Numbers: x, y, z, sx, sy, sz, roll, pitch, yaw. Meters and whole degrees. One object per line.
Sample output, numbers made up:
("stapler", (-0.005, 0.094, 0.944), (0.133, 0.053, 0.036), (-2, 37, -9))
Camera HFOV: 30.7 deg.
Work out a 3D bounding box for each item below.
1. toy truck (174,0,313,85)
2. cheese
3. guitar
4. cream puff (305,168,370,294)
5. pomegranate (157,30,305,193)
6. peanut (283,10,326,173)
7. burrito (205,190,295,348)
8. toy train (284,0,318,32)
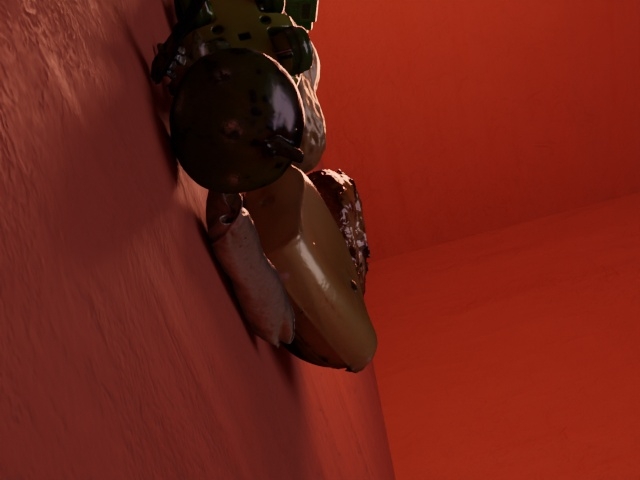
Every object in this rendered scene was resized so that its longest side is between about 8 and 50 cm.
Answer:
("toy truck", (-0.111, -0.244, 1.514), (0.210, 0.148, 0.187), (138, -65, -72))
("cheese", (-0.006, 0.063, 1.677), (0.259, 0.128, 0.316), (-85, 154, -52))
("guitar", (-0.107, -0.252, 1.143), (0.084, 0.038, 0.271), (-93, -153, -43))
("cream puff", (0.000, -0.001, 1.914), (0.240, 0.164, 0.240), (-7, 90, -75))
("pomegranate", (-0.095, -0.146, 1.269), (0.220, 0.156, 0.156), (-107, 179, -49))
("peanut", (-0.070, -0.255, 1.954), (0.152, 0.152, 0.313), (62, 14, -72))
("burrito", (-0.084, 0.034, 1.381), (0.275, 0.059, 0.082), (69, 0, -54))
("toy train", (-0.071, -0.343, 2.106), (0.085, 0.119, 0.251), (-100, -168, -52))
